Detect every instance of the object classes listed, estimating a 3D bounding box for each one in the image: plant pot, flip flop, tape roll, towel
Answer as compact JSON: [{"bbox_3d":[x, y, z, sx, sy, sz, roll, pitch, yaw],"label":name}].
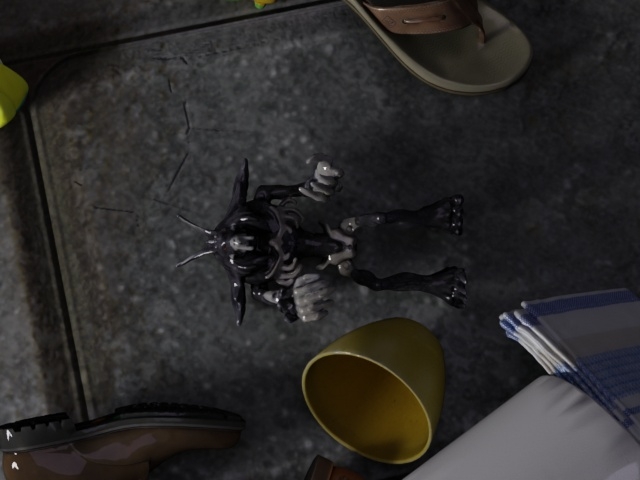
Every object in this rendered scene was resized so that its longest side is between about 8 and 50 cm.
[{"bbox_3d":[0.064,0.127,1.577,0.134,0.134,0.095,32,48,9],"label":"plant pot"},{"bbox_3d":[0.097,-0.249,1.696,0.277,0.080,0.112,41,72,-7],"label":"flip flop"},{"bbox_3d":[0.200,0.262,1.463,0.169,0.246,0.246,-35,76,-12],"label":"tape roll"},{"bbox_3d":[0.309,0.149,1.523,0.209,0.034,0.285,-6,46,-48],"label":"towel"}]

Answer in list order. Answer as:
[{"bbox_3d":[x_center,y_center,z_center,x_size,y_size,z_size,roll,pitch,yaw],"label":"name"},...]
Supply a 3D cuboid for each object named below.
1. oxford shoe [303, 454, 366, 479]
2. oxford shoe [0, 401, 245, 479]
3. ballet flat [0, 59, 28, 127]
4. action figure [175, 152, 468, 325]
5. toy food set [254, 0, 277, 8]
[{"bbox_3d":[-0.005,0.306,1.536,0.076,0.076,0.212,23,73,-5],"label":"oxford shoe"},{"bbox_3d":[-0.180,0.201,1.570,0.227,0.083,0.096,-8,90,-3],"label":"oxford shoe"},{"bbox_3d":[-0.389,-0.197,1.697,0.231,0.077,0.077,37,53,7],"label":"ballet flat"},{"bbox_3d":[0.000,0.000,1.601,0.276,0.141,0.164,1,83,-3],"label":"action figure"},{"bbox_3d":[-0.123,-0.289,1.734,0.218,0.071,0.128,17,40,-2],"label":"toy food set"}]
